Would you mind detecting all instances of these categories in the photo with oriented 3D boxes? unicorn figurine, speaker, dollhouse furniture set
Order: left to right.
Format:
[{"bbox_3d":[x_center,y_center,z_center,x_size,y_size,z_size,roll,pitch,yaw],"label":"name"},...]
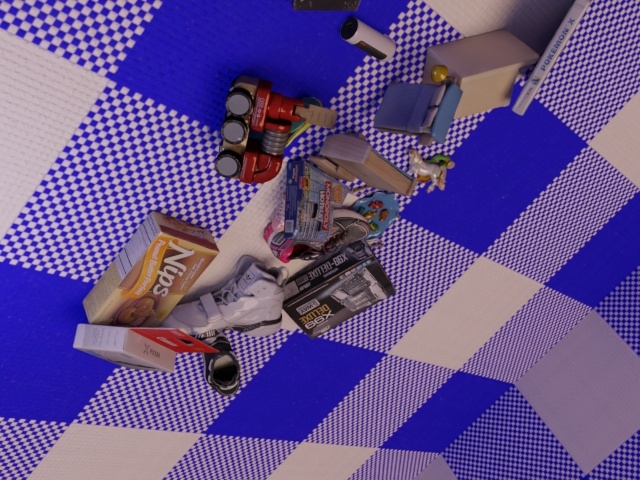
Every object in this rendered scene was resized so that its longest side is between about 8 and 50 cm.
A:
[{"bbox_3d":[0.107,-0.452,1.703,0.136,0.055,0.055,16,120,-45],"label":"speaker"},{"bbox_3d":[0.130,-0.296,1.773,0.198,0.286,0.303,30,82,-46],"label":"dollhouse furniture set"},{"bbox_3d":[0.277,-0.192,2.085,0.162,0.060,0.111,5,109,-32],"label":"unicorn figurine"}]

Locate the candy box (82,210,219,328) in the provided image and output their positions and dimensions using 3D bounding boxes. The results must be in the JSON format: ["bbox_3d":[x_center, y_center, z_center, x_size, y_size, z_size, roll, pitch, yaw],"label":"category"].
[{"bbox_3d":[-0.418,0.090,1.864,0.183,0.087,0.316,22,116,-46],"label":"candy box"}]

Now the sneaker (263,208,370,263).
[{"bbox_3d":[0.000,0.000,2.045,0.299,0.112,0.121,-12,137,-23],"label":"sneaker"}]

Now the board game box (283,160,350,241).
[{"bbox_3d":[-0.006,-0.093,1.930,0.194,0.060,0.194,5,87,-50],"label":"board game box"}]

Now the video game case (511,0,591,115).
[{"bbox_3d":[0.586,-0.485,1.879,0.300,0.036,0.329,-64,171,32],"label":"video game case"}]

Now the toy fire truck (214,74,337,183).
[{"bbox_3d":[-0.091,-0.236,1.660,0.246,0.158,0.217,11,117,-6],"label":"toy fire truck"}]

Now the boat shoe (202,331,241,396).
[{"bbox_3d":[-0.293,0.396,2.272,0.114,0.091,0.302,-25,141,-11],"label":"boat shoe"}]

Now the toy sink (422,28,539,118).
[{"bbox_3d":[0.394,-0.411,1.875,0.234,0.153,0.131,-19,139,-20],"label":"toy sink"}]

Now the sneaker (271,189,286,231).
[{"bbox_3d":[-0.090,-0.086,1.947,0.134,0.051,0.070,-47,144,5],"label":"sneaker"}]

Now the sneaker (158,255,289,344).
[{"bbox_3d":[-0.251,0.154,2.024,0.366,0.137,0.210,-1,124,-31],"label":"sneaker"}]

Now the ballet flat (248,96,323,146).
[{"bbox_3d":[-0.089,-0.249,1.767,0.231,0.077,0.077,-36,171,0],"label":"ballet flat"}]

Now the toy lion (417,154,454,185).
[{"bbox_3d":[0.315,-0.201,2.138,0.096,0.034,0.100,18,119,-37],"label":"toy lion"}]

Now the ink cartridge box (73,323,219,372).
[{"bbox_3d":[-0.429,0.276,1.908,0.261,0.066,0.296,1,161,15],"label":"ink cartridge box"}]

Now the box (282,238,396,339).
[{"bbox_3d":[0.048,0.148,2.248,0.307,0.076,0.242,-29,142,4],"label":"box"}]

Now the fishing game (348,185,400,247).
[{"bbox_3d":[0.148,-0.058,2.158,0.189,0.041,0.264,-13,137,-21],"label":"fishing game"}]

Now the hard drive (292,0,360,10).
[{"bbox_3d":[0.030,-0.585,1.508,0.172,0.054,0.255,-9,135,-28],"label":"hard drive"}]
